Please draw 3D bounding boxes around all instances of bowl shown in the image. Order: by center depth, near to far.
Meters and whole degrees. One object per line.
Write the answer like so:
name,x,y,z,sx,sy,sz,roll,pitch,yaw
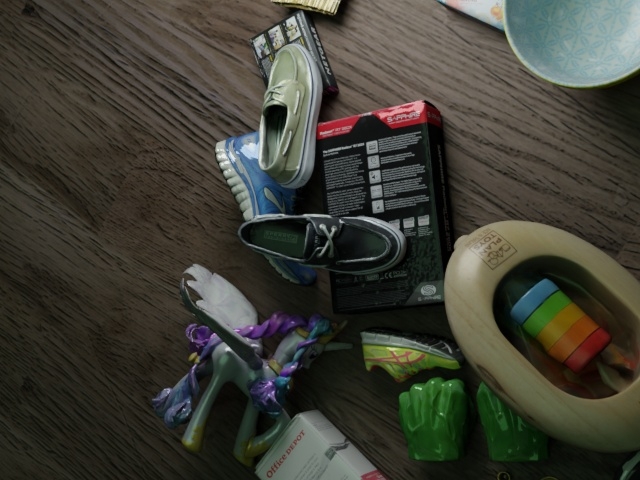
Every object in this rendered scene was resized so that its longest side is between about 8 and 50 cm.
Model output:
bowl,0.464,-0.382,1.559,0.289,0.156,0.290,-2,86,27

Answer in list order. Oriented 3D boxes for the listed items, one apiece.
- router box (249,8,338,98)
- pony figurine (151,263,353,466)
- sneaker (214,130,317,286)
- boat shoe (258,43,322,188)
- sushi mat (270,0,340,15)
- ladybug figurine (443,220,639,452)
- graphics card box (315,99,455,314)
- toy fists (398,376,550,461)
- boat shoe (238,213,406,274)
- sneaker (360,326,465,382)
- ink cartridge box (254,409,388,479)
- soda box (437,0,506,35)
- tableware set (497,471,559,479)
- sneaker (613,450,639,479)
router box,-0.055,-0.354,1.883,0.133,0.046,0.179,-25,76,23
pony figurine,-0.162,0.229,1.803,0.351,0.303,0.363,33,99,-8
sneaker,-0.079,-0.065,1.822,0.147,0.130,0.330,-25,92,1
boat shoe,-0.062,-0.248,1.767,0.109,0.094,0.302,-17,64,32
sushi mat,0.020,-0.603,1.853,0.151,0.019,0.317,19,87,28
ladybug figurine,0.384,0.157,1.532,0.305,0.162,0.449,-35,67,-13
graphics card box,0.124,-0.054,1.746,0.232,0.094,0.371,-10,81,26
toy fists,0.273,0.307,1.648,0.279,0.096,0.142,-5,92,25
boat shoe,0.000,0.000,1.676,0.301,0.102,0.108,9,93,14
sneaker,0.169,0.218,1.720,0.208,0.081,0.094,8,97,34
ink cartridge box,0.004,0.452,1.774,0.218,0.092,0.159,42,105,21
soda box,0.302,-0.422,1.696,0.183,0.063,0.058,32,101,25
tableware set,0.374,0.453,1.623,0.154,0.024,0.104,28,99,26
sneaker,0.566,0.359,1.434,0.234,0.097,0.084,-14,122,-9
